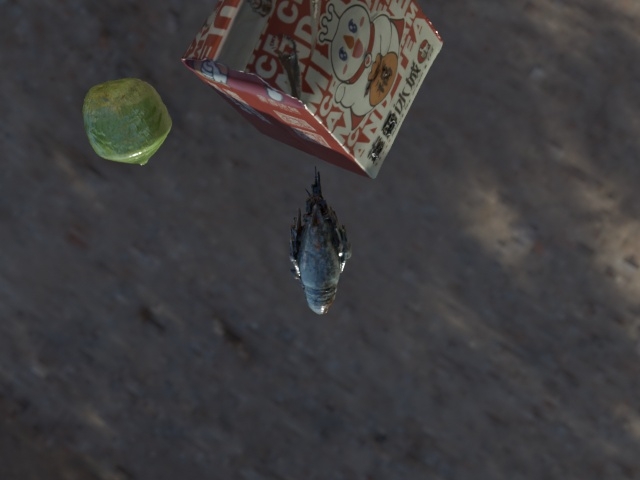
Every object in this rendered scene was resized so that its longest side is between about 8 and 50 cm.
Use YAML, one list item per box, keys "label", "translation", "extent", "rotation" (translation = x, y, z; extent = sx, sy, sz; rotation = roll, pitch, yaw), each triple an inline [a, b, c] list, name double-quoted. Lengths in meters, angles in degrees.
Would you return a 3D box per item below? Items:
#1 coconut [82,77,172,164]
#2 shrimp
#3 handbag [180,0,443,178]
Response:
- label: "coconut"
  translation: [-0.195, -0.118, 1.655]
  extent: [0.087, 0.088, 0.096]
  rotation: [15, 135, 42]
- label: "shrimp"
  translation: [0.000, 0.000, 2.312]
  extent: [0.079, 0.090, 0.233]
  rotation: [-104, 12, -61]
- label: "handbag"
  translation: [-0.016, -0.190, 1.495]
  extent: [0.151, 0.171, 0.298]
  rotation: [23, 173, 25]
